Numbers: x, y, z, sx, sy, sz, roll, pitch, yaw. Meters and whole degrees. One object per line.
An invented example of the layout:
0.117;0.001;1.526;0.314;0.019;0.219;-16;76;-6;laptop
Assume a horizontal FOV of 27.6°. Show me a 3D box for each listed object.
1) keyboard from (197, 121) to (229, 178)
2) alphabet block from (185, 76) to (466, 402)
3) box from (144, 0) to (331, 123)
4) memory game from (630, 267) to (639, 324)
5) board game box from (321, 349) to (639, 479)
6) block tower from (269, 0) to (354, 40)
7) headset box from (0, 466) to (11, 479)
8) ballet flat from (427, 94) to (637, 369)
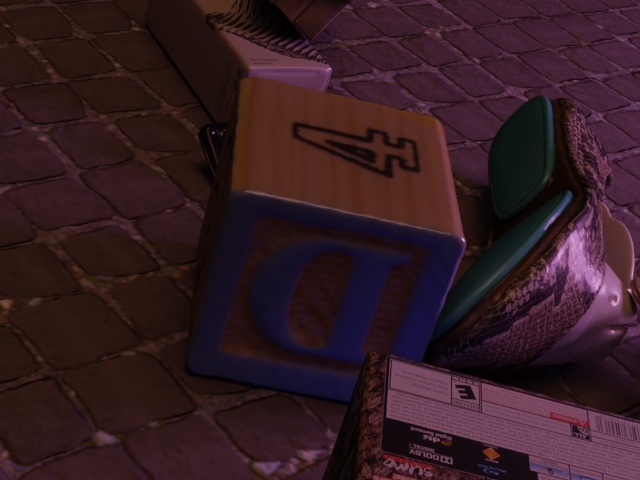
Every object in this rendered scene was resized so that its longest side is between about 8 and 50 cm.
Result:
-0.046;-0.105;1.373;0.180;0.023;0.108;-10;77;-37;keyboard
0.000;0.000;1.115;0.193;0.192;0.197;13;32;-10;alphabet block
-0.101;-0.226;1.496;0.113;0.094;0.275;-4;39;-31;box
0.346;0.103;1.205;0.186;0.012;0.186;37;31;-27;memory game
0.115;0.237;0.853;0.232;0.141;0.291;15;32;-3;board game box
-0.017;-0.313;1.551;0.091;0.097;0.335;45;7;-12;block tower
-0.254;0.232;0.716;0.293;0.110;0.218;-16;45;-41;headset box
0.232;0.012;1.264;0.182;0.164;0.483;43;30;-8;ballet flat
